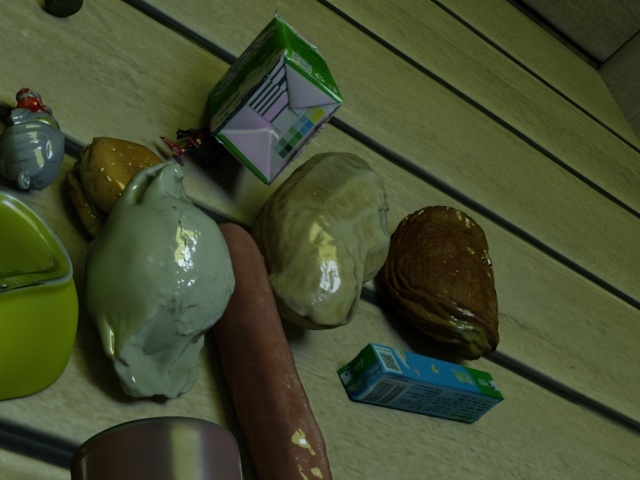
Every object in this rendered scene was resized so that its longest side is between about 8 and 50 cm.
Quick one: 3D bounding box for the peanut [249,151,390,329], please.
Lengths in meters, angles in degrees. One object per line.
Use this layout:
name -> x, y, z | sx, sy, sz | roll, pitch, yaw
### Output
peanut -> -0.003, -0.005, 1.612 | 0.340, 0.158, 0.174 | -46, 123, -61

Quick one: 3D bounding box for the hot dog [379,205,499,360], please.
hot dog -> 0.184, 0.070, 1.833 | 0.196, 0.122, 0.272 | 34, 32, -23

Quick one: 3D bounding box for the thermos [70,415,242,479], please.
thermos -> -0.117, 0.298, 1.021 | 0.176, 0.145, 0.265 | 57, 17, -54

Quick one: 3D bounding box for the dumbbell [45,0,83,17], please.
dumbbell -> -0.357, -0.351, 1.671 | 0.052, 0.046, 0.118 | 6, 48, -48

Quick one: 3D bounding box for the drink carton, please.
drink carton -> -0.066, -0.200, 1.711 | 0.108, 0.161, 0.271 | 40, 12, -18

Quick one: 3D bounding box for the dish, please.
dish -> -0.312, 0.033, 1.114 | 0.221, 0.108, 0.262 | 50, 25, 7

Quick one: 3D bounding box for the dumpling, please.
dumpling -> -0.158, 0.045, 1.305 | 0.193, 0.147, 0.258 | 41, 47, -61

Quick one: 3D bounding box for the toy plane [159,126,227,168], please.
toy plane -> -0.162, -0.127, 1.666 | 0.060, 0.037, 0.145 | 47, 23, 8

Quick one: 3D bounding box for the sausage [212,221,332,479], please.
sausage -> -0.069, 0.130, 1.387 | 0.088, 0.088, 0.433 | 25, 32, -40

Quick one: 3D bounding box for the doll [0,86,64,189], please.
doll -> -0.315, -0.112, 1.369 | 0.180, 0.079, 0.094 | -103, 175, -55

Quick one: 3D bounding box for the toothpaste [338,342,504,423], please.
toothpaste -> 0.136, 0.191, 1.645 | 0.266, 0.065, 0.050 | 18, 35, -46

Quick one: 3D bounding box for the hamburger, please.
hamburger -> -0.216, -0.049, 1.415 | 0.138, 0.083, 0.147 | 5, 44, -50
